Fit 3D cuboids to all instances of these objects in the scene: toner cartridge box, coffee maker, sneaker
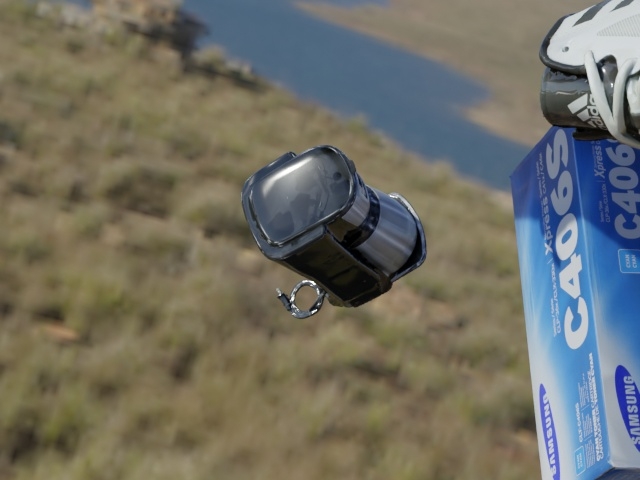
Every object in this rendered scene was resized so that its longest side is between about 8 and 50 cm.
[{"bbox_3d":[0.252,0.066,1.784,0.075,0.348,0.165,2,-23,-14],"label":"toner cartridge box"},{"bbox_3d":[0.000,0.000,1.938,0.120,0.171,0.178,41,4,34],"label":"coffee maker"},{"bbox_3d":[0.299,-0.081,1.508,0.257,0.169,0.447,-15,29,22],"label":"sneaker"}]
